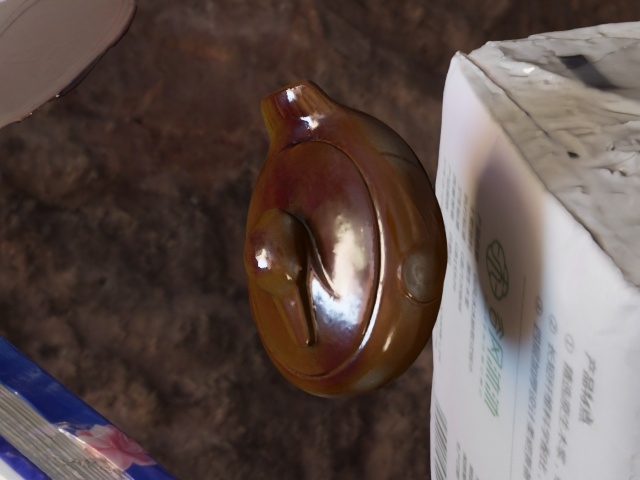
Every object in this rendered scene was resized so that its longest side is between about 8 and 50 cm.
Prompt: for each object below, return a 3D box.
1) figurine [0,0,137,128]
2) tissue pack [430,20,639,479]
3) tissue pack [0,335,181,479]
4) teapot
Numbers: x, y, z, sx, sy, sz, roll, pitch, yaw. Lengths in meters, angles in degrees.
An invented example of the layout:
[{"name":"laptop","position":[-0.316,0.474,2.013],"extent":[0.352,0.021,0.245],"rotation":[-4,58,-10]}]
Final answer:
[{"name":"figurine","position":[-0.250,-0.274,0.944],"extent":[0.206,0.284,0.316],"rotation":[-25,-105,-20]},{"name":"tissue pack","position":[0.174,0.099,0.710],"extent":[0.193,0.357,0.266],"rotation":[-8,-147,-11]},{"name":"tissue pack","position":[-0.237,0.188,1.030],"extent":[0.269,0.209,0.137],"rotation":[34,-142,24]},{"name":"teapot","position":[0.000,0.000,0.564],"extent":[0.078,0.098,0.129],"rotation":[5,-105,-44]}]
